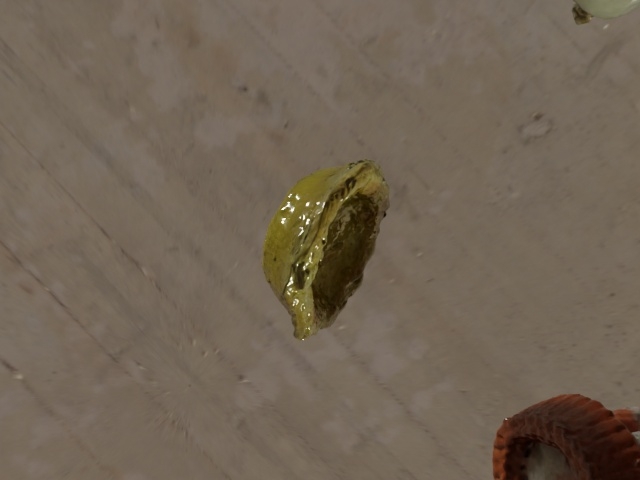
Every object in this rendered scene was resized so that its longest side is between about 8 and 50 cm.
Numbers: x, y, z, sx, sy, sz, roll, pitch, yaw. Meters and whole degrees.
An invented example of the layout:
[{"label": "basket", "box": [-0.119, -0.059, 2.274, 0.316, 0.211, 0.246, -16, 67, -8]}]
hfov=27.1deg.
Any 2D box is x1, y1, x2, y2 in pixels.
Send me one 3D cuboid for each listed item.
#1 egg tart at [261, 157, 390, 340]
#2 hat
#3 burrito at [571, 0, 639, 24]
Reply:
[{"label": "egg tart", "box": [0.000, 0.000, 0.673, 0.039, 0.105, 0.105, 26, -99, 18]}, {"label": "hat", "box": [0.185, 0.123, 0.724, 0.162, 0.093, 0.112, -8, -130, -28]}, {"label": "burrito", "box": [0.076, -0.142, 0.399, 0.041, 0.185, 0.045, 8, -123, 32]}]
